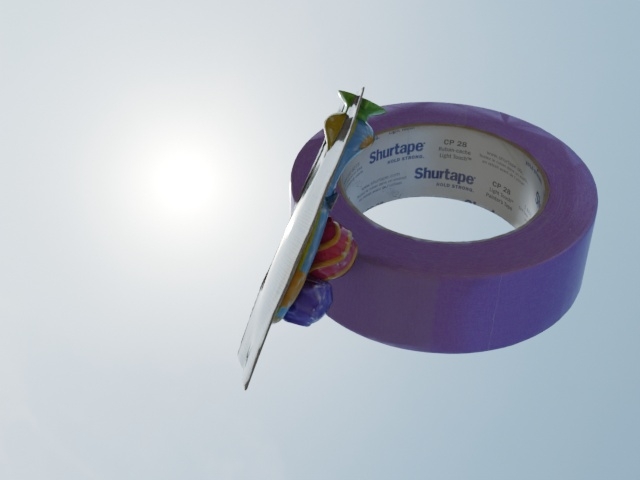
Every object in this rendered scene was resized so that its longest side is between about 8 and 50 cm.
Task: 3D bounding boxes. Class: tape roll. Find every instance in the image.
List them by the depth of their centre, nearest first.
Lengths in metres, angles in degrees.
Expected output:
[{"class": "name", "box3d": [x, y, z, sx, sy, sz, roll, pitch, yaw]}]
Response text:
[{"class": "tape roll", "box3d": [0.109, -0.021, 1.011, 0.275, 0.275, 0.090, -126, -150, -45]}]

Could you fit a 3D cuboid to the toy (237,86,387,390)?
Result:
[{"class": "toy", "box3d": [0.000, 0.000, 0.865, 0.137, 0.056, 0.237, -140, -111, -82]}]
